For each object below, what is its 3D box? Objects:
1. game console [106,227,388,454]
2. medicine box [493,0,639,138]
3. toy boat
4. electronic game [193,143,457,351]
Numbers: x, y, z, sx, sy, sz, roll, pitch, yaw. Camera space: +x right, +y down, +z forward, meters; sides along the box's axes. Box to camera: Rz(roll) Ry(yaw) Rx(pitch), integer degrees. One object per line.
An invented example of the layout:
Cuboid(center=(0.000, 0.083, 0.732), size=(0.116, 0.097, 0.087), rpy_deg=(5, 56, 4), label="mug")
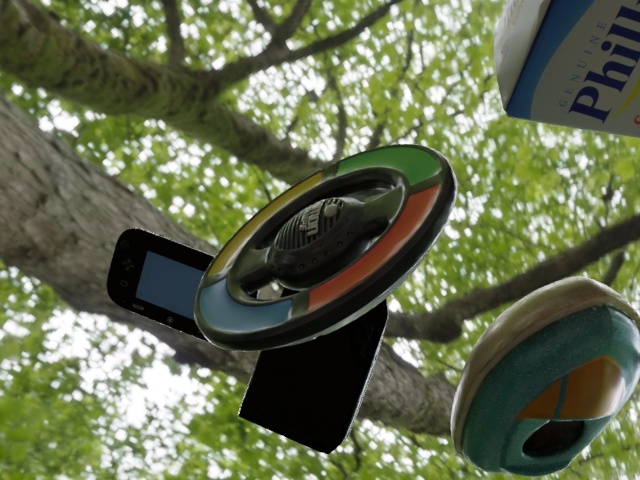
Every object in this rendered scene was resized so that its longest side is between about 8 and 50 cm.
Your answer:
Cuboid(center=(-0.104, 0.098, 1.082), size=(0.361, 0.044, 0.213), rpy_deg=(20, -89, 16), label="game console")
Cuboid(center=(0.346, -0.239, 0.855), size=(0.289, 0.263, 0.149), rpy_deg=(7, -131, -6), label="medicine box")
Cuboid(center=(0.302, 0.154, 0.922), size=(0.318, 0.267, 0.148), rpy_deg=(-4, -136, -15), label="toy boat")
Cuboid(center=(0.000, 0.000, 0.684), size=(0.229, 0.048, 0.229), rpy_deg=(-27, -155, 14), label="electronic game")
